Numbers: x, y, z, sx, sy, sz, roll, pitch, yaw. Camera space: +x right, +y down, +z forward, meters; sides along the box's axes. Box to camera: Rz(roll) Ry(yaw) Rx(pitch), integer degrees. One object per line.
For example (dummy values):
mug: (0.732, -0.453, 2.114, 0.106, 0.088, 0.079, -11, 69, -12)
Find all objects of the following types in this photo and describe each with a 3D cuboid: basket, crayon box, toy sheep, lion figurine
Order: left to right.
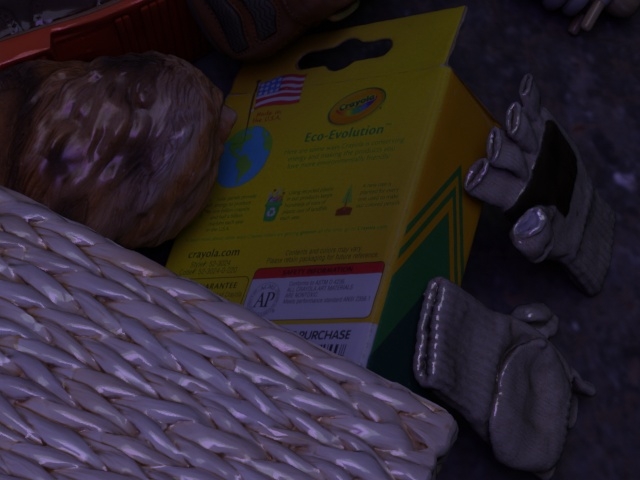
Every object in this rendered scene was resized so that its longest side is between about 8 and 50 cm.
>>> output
lion figurine: (-0.270, -0.072, 1.091, 0.392, 0.142, 0.240, 25, 99, 1)
basket: (-0.141, 0.202, 0.891, 0.331, 0.328, 0.266, 25, 45, 8)
crayon box: (0.000, 0.000, 1.094, 0.202, 0.081, 0.319, -3, 58, 38)
toy sheep: (0.196, -0.218, 1.266, 0.132, 0.091, 0.091, 32, 65, -10)

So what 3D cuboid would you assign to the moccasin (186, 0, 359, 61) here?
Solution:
moccasin: (0.040, -0.274, 1.204, 0.147, 0.139, 0.380, -8, 28, 37)

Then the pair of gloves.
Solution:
pair of gloves: (0.146, 0.033, 1.089, 0.042, 0.204, 0.240, -1, 59, 35)

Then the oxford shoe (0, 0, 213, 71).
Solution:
oxford shoe: (-0.162, -0.180, 1.218, 0.271, 0.097, 0.098, -21, 60, -15)
